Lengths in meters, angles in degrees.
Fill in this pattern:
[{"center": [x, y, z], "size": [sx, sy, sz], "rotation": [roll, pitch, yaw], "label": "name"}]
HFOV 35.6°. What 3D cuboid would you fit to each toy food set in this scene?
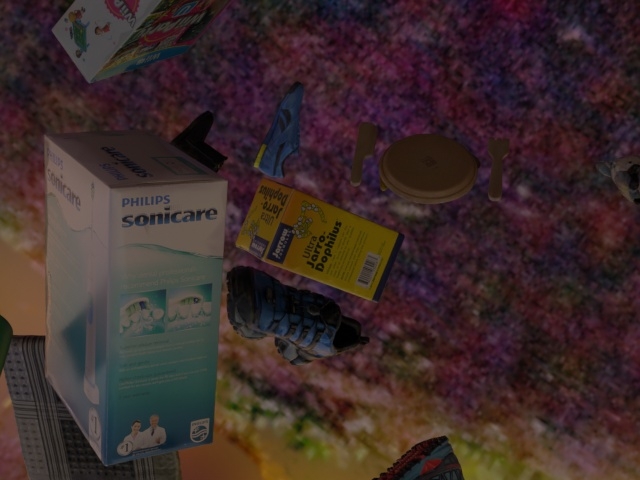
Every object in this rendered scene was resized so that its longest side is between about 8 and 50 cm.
[{"center": [0.136, -0.088, 1.248], "size": [0.192, 0.132, 0.039], "rotation": [7, 138, 8], "label": "toy food set"}]

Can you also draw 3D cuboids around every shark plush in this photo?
[{"center": [0.409, -0.077, 1.283], "size": [0.161, 0.073, 0.067], "rotation": [-52, -51, -85], "label": "shark plush"}]

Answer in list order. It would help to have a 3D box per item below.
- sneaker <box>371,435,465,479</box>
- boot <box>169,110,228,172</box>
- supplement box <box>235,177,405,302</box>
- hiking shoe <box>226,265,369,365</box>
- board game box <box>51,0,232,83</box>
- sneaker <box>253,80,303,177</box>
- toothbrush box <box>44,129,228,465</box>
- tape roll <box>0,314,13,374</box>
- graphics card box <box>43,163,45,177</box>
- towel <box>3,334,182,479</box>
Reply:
[{"center": [0.149, 0.442, 1.676], "size": [0.125, 0.262, 0.104], "rotation": [58, 153, 1], "label": "sneaker"}, {"center": [-0.219, -0.180, 1.903], "size": [0.099, 0.121, 0.045], "rotation": [39, 157, 10], "label": "boot"}, {"center": [0.000, 0.000, 2.545], "size": [0.356, 0.195, 0.194], "rotation": [21, -179, -30], "label": "supplement box"}, {"center": [-0.038, 0.103, 1.517], "size": [0.132, 0.113, 0.304], "rotation": [-13, 156, 20], "label": "hiking shoe"}, {"center": [-0.186, -0.355, 1.326], "size": [0.303, 0.224, 0.097], "rotation": [-36, 90, 37], "label": "board game box"}, {"center": [-0.068, -0.234, 2.128], "size": [0.082, 0.209, 0.069], "rotation": [24, -177, 3], "label": "sneaker"}, {"center": [-0.204, 0.049, 1.054], "size": [0.216, 0.126, 0.296], "rotation": [31, 122, 54], "label": "toothbrush box"}, {"center": [-0.503, 0.094, 1.079], "size": [0.321, 0.077, 0.321], "rotation": [9, 158, 3], "label": "tape roll"}, {"center": [-0.406, -0.004, 2.018], "size": [0.094, 0.233, 0.371], "rotation": [-19, 155, 16], "label": "graphics card box"}, {"center": [-0.413, 0.312, 1.813], "size": [0.312, 0.056, 0.324], "rotation": [1, 117, 8], "label": "towel"}]
